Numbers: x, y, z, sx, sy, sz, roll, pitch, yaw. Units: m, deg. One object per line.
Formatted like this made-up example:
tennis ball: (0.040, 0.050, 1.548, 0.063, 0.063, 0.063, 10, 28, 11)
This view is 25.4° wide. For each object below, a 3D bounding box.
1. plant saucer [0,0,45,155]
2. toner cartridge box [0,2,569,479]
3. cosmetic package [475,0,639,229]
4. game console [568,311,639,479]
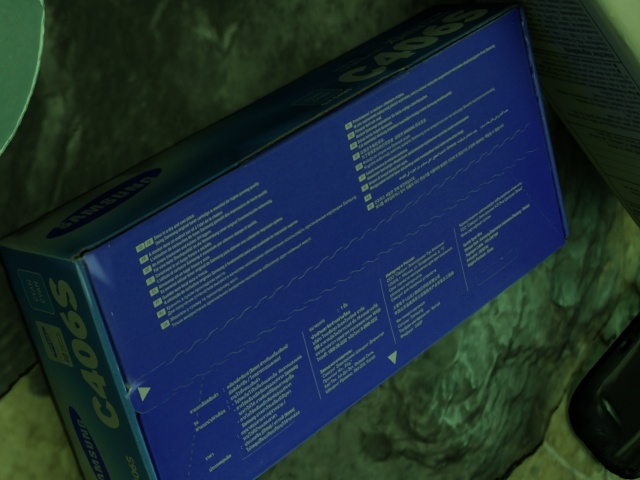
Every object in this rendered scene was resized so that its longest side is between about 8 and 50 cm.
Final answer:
plant saucer: (-0.212, -0.099, 0.616, 0.195, 0.037, 0.195, -8, 101, -42)
toner cartridge box: (0.000, 0.000, 0.807, 0.348, 0.075, 0.165, -32, 116, -36)
cosmetic package: (0.223, -0.124, 0.905, 0.129, 0.153, 0.296, -46, 119, -10)
game console: (0.316, 0.018, 1.086, 0.361, 0.044, 0.213, -48, 113, -9)
